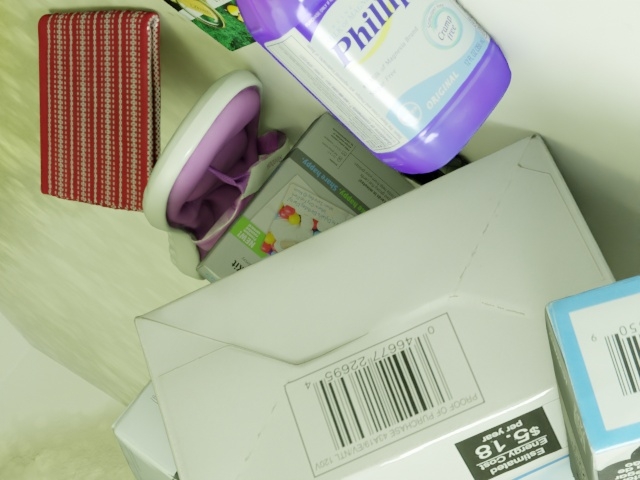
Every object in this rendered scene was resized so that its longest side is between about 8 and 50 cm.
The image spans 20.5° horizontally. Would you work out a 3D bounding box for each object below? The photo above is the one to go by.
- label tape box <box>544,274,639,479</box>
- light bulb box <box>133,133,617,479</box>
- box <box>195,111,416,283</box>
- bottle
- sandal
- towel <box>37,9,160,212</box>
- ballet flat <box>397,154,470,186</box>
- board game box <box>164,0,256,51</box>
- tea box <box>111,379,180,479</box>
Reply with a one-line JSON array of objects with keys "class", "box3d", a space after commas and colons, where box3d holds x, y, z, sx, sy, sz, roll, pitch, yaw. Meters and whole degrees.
[{"class": "label tape box", "box3d": [0.293, 0.124, 1.174, 0.348, 0.249, 0.115, 68, -174, -58]}, {"class": "light bulb box", "box3d": [0.096, 0.159, 1.438, 0.361, 0.358, 0.225, 58, -171, -51]}, {"class": "box", "box3d": [0.000, 0.000, 1.601, 0.145, 0.186, 0.038, 41, 164, -7]}, {"class": "bottle", "box3d": [0.005, -0.174, 1.232, 0.283, 0.118, 0.092, 44, 164, -17]}, {"class": "sandal", "box3d": [-0.078, -0.050, 1.702, 0.102, 0.169, 0.416, 30, 170, 6]}, {"class": "towel", "box3d": [-0.225, -0.134, 1.801, 0.031, 0.199, 0.275, -5, -172, -31]}, {"class": "ballet flat", "box3d": [0.112, -0.039, 1.496, 0.173, 0.049, 0.057, 37, 163, 5]}, {"class": "board game box", "box3d": [-0.074, -0.217, 1.423, 0.136, 0.030, 0.259, 33, 166, -17]}, {"class": "tea box", "box3d": [0.018, 0.182, 1.810, 0.323, 0.329, 0.220, 34, 164, 11]}]
